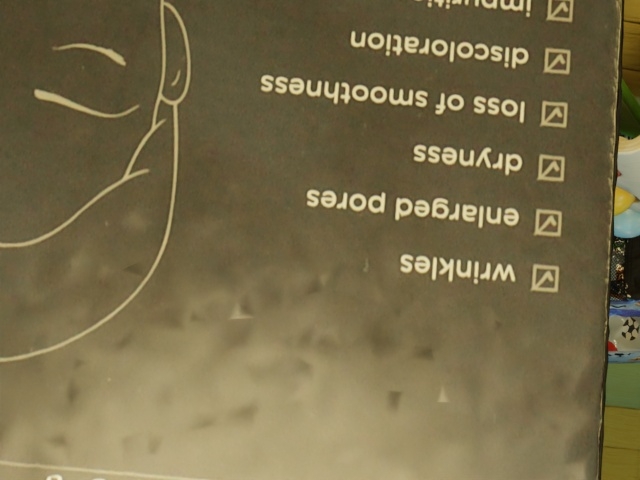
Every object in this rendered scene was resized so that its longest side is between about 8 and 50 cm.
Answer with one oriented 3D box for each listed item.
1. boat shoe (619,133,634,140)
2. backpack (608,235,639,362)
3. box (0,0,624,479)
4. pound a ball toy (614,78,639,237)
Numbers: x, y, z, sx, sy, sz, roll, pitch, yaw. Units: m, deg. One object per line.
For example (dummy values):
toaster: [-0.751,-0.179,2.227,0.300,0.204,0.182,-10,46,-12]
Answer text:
boat shoe: [0.298,-0.075,1.442,0.083,0.065,0.183,9,166,-11]
backpack: [0.313,0.042,1.675,0.263,0.213,0.276,8,175,39]
box: [-0.084,-0.036,0.853,0.479,0.472,0.297,6,167,-3]
pound a ball toy: [0.281,-0.076,1.157,0.208,0.136,0.319,22,176,26]
